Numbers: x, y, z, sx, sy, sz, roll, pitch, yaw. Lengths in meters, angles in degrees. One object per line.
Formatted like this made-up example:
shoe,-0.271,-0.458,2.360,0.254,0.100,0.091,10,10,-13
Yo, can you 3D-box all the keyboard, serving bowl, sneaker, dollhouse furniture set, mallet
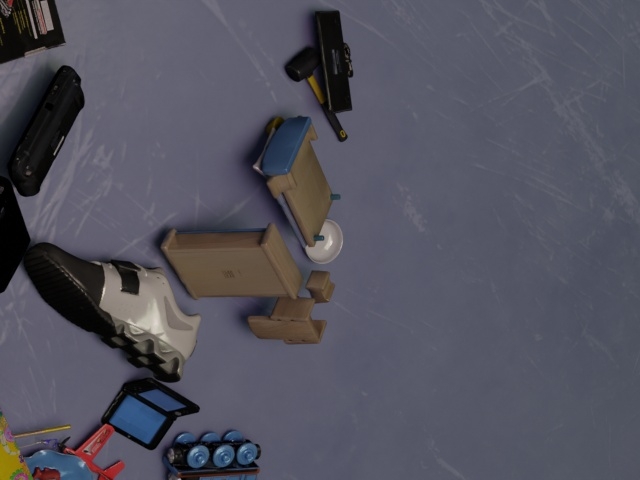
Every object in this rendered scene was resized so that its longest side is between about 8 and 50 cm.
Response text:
keyboard,0.026,-0.318,1.899,0.108,0.023,0.180,-22,107,-57
serving bowl,0.000,0.000,1.963,0.083,0.027,0.083,-8,104,-32
sneaker,-0.327,0.083,1.720,0.330,0.122,0.146,44,57,-31
dollhouse furniture set,-0.094,-0.024,1.866,0.286,0.198,0.303,64,35,-41
mallet,0.008,-0.262,1.917,0.062,0.039,0.189,-52,127,-18

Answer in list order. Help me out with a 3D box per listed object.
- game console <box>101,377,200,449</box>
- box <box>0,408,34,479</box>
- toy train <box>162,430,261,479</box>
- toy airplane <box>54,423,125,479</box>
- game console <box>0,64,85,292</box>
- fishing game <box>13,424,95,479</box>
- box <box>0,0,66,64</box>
game console,-0.285,0.295,1.805,0.122,0.107,0.071,38,49,-34
box,-0.590,0.316,1.472,0.290,0.279,0.177,-29,114,-27
toy train,-0.190,0.398,1.885,0.184,0.080,0.105,4,103,-35
toy airplane,-0.382,0.374,1.777,0.151,0.028,0.151,-9,110,-27
game console,-0.436,-0.088,1.577,0.044,0.213,0.361,21,66,1
fishing game,-0.447,0.428,1.719,0.189,0.041,0.264,-3,103,-21
box,-0.496,-0.393,1.457,0.257,0.079,0.321,-40,124,-55
